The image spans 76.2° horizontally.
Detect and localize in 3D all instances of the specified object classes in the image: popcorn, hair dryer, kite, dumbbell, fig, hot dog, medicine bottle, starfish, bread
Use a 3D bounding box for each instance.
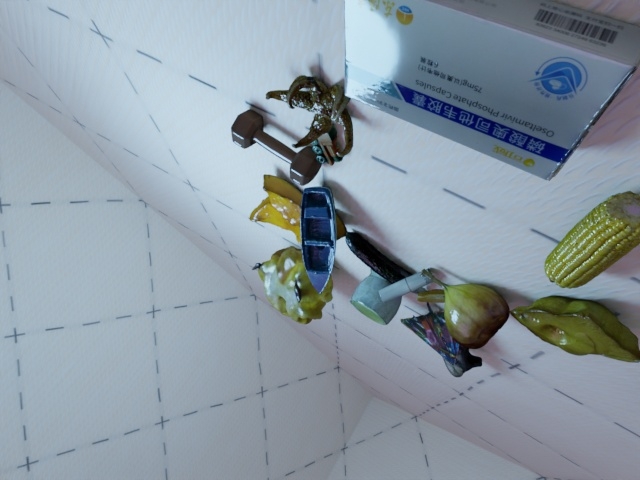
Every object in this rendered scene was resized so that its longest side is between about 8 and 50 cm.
[{"bbox_3d":[-0.072,0.149,1.534,0.316,0.281,0.297,55,129,27],"label":"popcorn"},{"bbox_3d":[0.265,0.152,1.186,0.183,0.155,0.044,44,-155,-58],"label":"hair dryer"},{"bbox_3d":[0.371,0.287,1.287,0.321,0.016,0.234,-35,77,59],"label":"kite"},{"bbox_3d":[-0.105,-0.223,0.980,0.231,0.082,0.092,33,160,5],"label":"dumbbell"},{"bbox_3d":[0.353,0.160,1.019,0.231,0.160,0.143,39,-157,-2],"label":"fig"},{"bbox_3d":[0.336,0.152,1.127,0.137,0.028,0.044,-3,139,20],"label":"hot dog"},{"bbox_3d":[0.188,0.173,1.293,0.147,0.143,0.147,33,164,11],"label":"medicine bottle"},{"bbox_3d":[-0.017,-0.245,0.796,0.190,0.074,0.146,25,146,21],"label":"starfish"},{"bbox_3d":[0.535,0.180,0.872,0.161,0.088,0.233,44,160,-9],"label":"bread"}]

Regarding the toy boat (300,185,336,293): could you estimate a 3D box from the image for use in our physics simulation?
[{"bbox_3d":[0.000,0.000,1.104,0.096,0.062,0.299,3,109,13],"label":"toy boat"}]

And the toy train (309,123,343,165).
[{"bbox_3d":[0.015,-0.208,0.892,0.064,0.044,0.103,8,147,32],"label":"toy train"}]

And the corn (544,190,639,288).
[{"bbox_3d":[0.438,0.011,0.661,0.081,0.081,0.248,28,159,19],"label":"corn"}]

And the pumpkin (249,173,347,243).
[{"bbox_3d":[-0.070,-0.067,1.241,0.290,0.095,0.258,32,154,-1],"label":"pumpkin"}]

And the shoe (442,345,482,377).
[{"bbox_3d":[0.450,0.348,1.357,0.112,0.099,0.227,-22,104,30],"label":"shoe"}]

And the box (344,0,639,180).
[{"bbox_3d":[0.191,-0.228,0.546,0.343,0.065,0.200,29,157,17],"label":"box"}]

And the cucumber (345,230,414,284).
[{"bbox_3d":[0.165,0.060,1.196,0.245,0.067,0.067,35,159,-2],"label":"cucumber"}]
